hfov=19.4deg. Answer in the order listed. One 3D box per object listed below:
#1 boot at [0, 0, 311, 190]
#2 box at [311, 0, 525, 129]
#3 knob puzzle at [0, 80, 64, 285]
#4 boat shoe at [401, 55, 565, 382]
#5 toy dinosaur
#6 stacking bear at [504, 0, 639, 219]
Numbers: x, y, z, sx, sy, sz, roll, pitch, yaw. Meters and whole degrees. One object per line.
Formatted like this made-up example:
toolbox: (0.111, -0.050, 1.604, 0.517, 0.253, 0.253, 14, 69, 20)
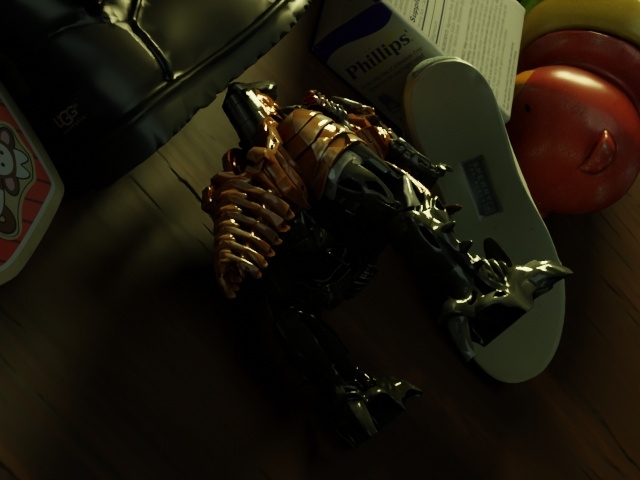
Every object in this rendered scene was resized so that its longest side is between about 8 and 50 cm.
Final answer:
boot: (-0.125, -0.168, 1.097, 0.207, 0.094, 0.246, 54, 39, -10)
box: (0.073, -0.151, 1.340, 0.137, 0.072, 0.126, 40, 40, -25)
knob puzzle: (-0.207, -0.052, 0.971, 0.213, 0.030, 0.213, 30, 44, -34)
boat shoe: (0.108, -0.018, 1.271, 0.081, 0.079, 0.228, -112, -174, -79)
toy dinosaur: (0.000, 0.000, 1.093, 0.218, 0.164, 0.322, 51, 40, 4)
stacking bear: (0.212, -0.140, 1.440, 0.164, 0.175, 0.289, 38, 50, -16)
